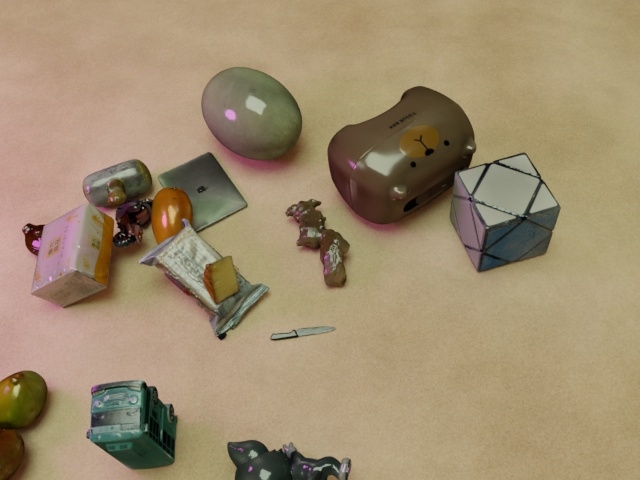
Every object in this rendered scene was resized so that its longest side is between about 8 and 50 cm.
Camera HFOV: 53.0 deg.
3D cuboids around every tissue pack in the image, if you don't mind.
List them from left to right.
[{"bbox_3d":[-0.671,0.040,1.750,0.185,0.124,0.225,-25,51,25],"label":"tissue pack"},{"bbox_3d":[0.236,-0.224,1.775,0.387,0.267,0.277,-31,60,-16],"label":"tissue pack"}]

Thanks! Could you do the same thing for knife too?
[{"bbox_3d":[-0.045,0.236,1.644,0.170,0.010,0.023,-7,61,-1],"label":"knife"}]

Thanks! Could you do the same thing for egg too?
[{"bbox_3d":[-0.210,-0.385,1.950,0.258,0.258,0.352,-37,61,-18],"label":"egg"}]

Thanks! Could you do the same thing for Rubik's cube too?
[{"bbox_3d":[0.473,-0.072,1.681,0.205,0.205,0.207,-16,56,-5],"label":"Rubik's cube"}]

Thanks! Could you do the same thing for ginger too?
[{"bbox_3d":[-0.001,-0.002,1.759,0.122,0.084,0.290,-20,56,-16],"label":"ginger"}]

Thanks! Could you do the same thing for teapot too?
[{"bbox_3d":[-0.811,-0.009,1.860,0.129,0.078,0.098,30,63,24],"label":"teapot"}]

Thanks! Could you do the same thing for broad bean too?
[{"bbox_3d":[-0.788,0.521,1.464,0.228,0.122,0.156,-28,31,-20],"label":"broad bean"}]

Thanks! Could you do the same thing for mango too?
[{"bbox_3d":[-0.418,-0.047,1.815,0.112,0.145,0.219,4,67,-33],"label":"mango"}]

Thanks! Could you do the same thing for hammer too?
[{"bbox_3d":[-0.587,-0.146,1.841,0.202,0.113,0.305,-24,20,-7],"label":"hammer"}]

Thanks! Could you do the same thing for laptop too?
[{"bbox_3d":[-0.360,-0.151,1.947,0.187,0.015,0.269,-29,57,-14],"label":"laptop"}]

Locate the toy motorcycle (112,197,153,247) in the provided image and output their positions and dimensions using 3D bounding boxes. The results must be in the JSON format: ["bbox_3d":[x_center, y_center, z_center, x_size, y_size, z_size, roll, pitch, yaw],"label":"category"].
[{"bbox_3d":[-0.532,-0.060,1.854,0.118,0.084,0.212,-11,39,3],"label":"toy motorcycle"}]

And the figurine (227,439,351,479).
[{"bbox_3d":[-0.066,0.525,1.369,0.265,0.140,0.193,-10,70,27],"label":"figurine"}]

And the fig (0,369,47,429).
[{"bbox_3d":[-0.732,0.385,1.555,0.136,0.121,0.153,28,85,33],"label":"fig"}]

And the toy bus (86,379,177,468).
[{"bbox_3d":[-0.408,0.411,1.414,0.128,0.256,0.147,-8,58,2],"label":"toy bus"}]

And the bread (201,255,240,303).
[{"bbox_3d":[-0.242,0.093,1.609,0.084,0.109,0.080,-27,75,-26],"label":"bread"}]

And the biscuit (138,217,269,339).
[{"bbox_3d":[-0.311,0.094,1.691,0.309,0.079,0.186,41,71,3],"label":"biscuit"}]
